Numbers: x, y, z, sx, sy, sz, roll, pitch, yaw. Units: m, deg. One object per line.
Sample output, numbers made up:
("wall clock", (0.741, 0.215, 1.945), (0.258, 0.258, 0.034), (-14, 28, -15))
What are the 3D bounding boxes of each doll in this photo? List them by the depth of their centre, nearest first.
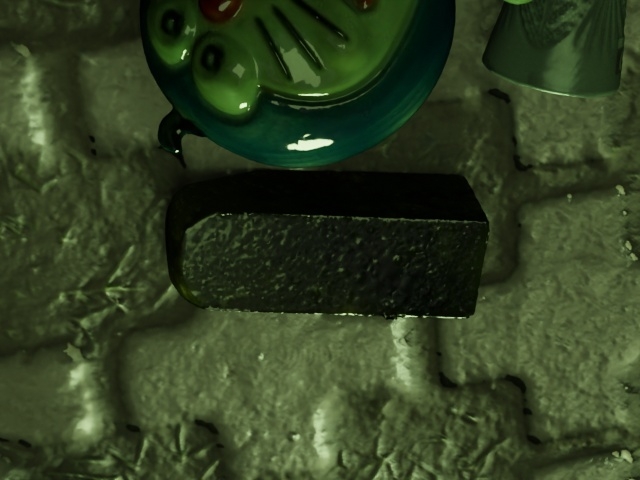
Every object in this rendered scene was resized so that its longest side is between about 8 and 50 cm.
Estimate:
("doll", (0.015, -0.172, 1.223), (0.322, 0.198, 0.186), (-41, 157, -2))

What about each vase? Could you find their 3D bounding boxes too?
("vase", (0.177, -0.212, 1.289), (0.096, 0.096, 0.219), (6, 112, -14))

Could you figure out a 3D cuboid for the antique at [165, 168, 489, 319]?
("antique", (0.000, 0.000, 1.365), (0.220, 0.080, 0.081), (3, 114, -11))
